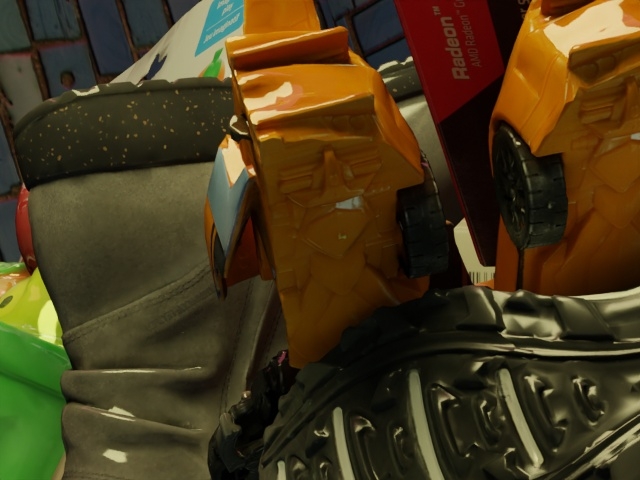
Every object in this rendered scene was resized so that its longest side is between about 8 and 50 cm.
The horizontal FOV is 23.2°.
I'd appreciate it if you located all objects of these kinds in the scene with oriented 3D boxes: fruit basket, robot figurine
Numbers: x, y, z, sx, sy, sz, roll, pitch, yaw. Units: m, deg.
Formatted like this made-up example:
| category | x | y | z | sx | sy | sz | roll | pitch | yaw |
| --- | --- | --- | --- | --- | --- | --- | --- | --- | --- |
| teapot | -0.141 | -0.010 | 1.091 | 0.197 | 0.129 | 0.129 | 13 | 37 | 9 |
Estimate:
| category | x | y | z | sx | sy | sz | roll | pitch | yaw |
| --- | --- | --- | --- | --- | --- | --- | --- | --- | --- |
| fruit basket | -0.159 | 0.026 | 0.919 | 0.165 | 0.353 | 0.327 | 20 | -20 | -23 |
| robot figurine | 0.051 | 0.018 | 0.597 | 0.211 | 0.085 | 0.291 | -12 | -35 | -6 |

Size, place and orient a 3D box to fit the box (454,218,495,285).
| category | x | y | z | sx | sy | sz | roll | pitch | yaw |
| --- | --- | --- | --- | --- | --- | --- | --- | --- | --- |
| box | 0.164 | 0.039 | 1.232 | 0.148 | 0.127 | 0.232 | 1 | 5 | 31 |

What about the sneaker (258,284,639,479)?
| category | x | y | z | sx | sy | sz | roll | pitch | yaw |
| --- | --- | --- | --- | --- | --- | --- | --- | --- | --- |
| sneaker | 0.107 | 0.056 | 0.507 | 0.271 | 0.100 | 0.108 | -21 | -29 | 13 |

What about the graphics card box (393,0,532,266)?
| category | x | y | z | sx | sy | sz | roll | pitch | yaw |
| --- | --- | --- | --- | --- | --- | --- | --- | --- | --- |
| graphics card box | 0.217 | -0.089 | 0.576 | 0.371 | 0.094 | 0.233 | -1 | -37 | 17 |

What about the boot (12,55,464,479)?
| category | x | y | z | sx | sy | sz | roll | pitch | yaw |
| --- | --- | --- | --- | --- | --- | --- | --- | --- | --- |
| boot | 0.022 | 0.030 | 0.769 | 0.338 | 0.223 | 0.118 | -9 | -7 | -15 |
